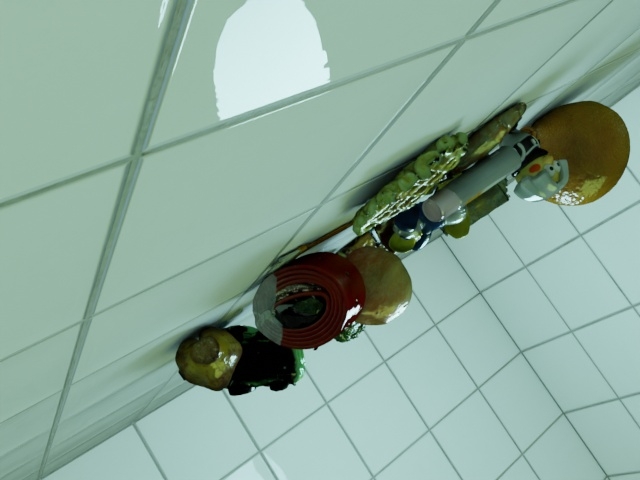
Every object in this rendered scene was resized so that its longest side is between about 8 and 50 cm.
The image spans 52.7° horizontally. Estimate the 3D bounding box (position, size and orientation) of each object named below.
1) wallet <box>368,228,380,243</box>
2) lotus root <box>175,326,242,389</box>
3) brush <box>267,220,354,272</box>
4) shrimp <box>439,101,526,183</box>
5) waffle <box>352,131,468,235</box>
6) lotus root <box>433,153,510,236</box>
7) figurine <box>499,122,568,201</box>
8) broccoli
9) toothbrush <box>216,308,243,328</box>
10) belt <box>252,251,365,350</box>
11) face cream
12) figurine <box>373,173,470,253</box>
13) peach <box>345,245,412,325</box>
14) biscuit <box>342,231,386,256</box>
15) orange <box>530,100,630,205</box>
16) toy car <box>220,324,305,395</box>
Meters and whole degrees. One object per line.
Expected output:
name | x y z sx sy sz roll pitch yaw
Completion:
wallet | 0.194 -0.036 1.981 0.088 0.026 0.129 -34 149 4
lotus root | -0.323 0.335 1.855 0.193 0.193 0.291 -32 174 -12
brush | 0.000 0.000 1.648 0.314 0.017 0.090 -29 173 -33
shrimp | 0.401 -0.241 1.634 0.294 0.062 0.154 -38 176 20
waffle | 0.198 -0.126 1.486 0.317 0.073 0.297 -33 171 -17
lotus root | 0.456 -0.152 2.073 0.260 0.149 0.267 -33 -170 24
figurine | 0.561 -0.219 1.742 0.176 0.236 0.133 -26 168 -34
broccoli | 0.034 0.168 1.983 0.321 0.303 0.283 -40 -160 49
toothbrush | -0.294 0.252 1.969 0.162 0.014 0.017 -37 -170 17
belt | -0.038 0.163 1.665 0.323 0.227 0.115 -28 180 36
face cream | 0.380 -0.143 1.629 0.269 0.073 0.107 -33 176 -15
figurine | 0.259 -0.067 1.786 0.283 0.205 0.338 -21 177 28
peach | 0.139 0.130 1.750 0.232 0.233 0.232 -33 171 -6
biscuit | 0.191 0.011 2.201 0.289 0.081 0.334 -35 173 15
orange | 0.824 -0.283 2.081 0.357 0.322 0.322 -36 173 -19
toy car | -0.205 0.366 2.066 0.358 0.214 0.176 -12 -179 28
